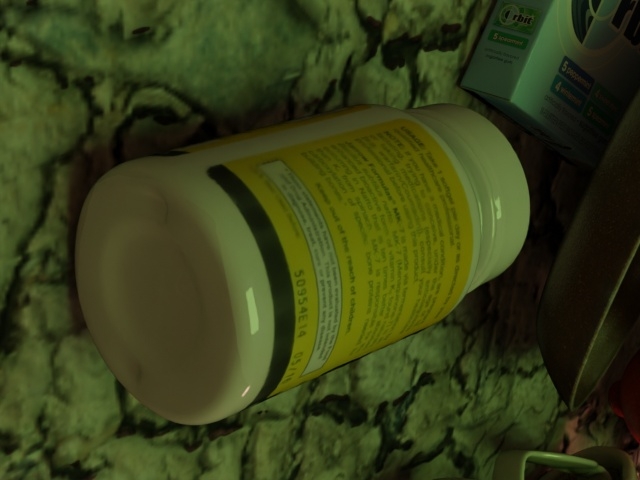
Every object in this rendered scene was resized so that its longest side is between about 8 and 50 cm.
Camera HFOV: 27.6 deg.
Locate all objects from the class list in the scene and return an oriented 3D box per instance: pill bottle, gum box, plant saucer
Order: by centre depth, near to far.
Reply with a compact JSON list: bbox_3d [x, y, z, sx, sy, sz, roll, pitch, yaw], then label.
[{"bbox_3d":[0.000,0.000,0.618,0.208,0.119,0.119,-19,122,-43],"label":"pill bottle"},{"bbox_3d":[0.174,-0.149,0.809,0.157,0.041,0.184,24,89,-52],"label":"gum box"},{"bbox_3d":[0.216,-0.037,0.844,0.310,0.050,0.310,-53,162,-26],"label":"plant saucer"}]

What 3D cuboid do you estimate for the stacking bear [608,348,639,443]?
[{"bbox_3d":[0.316,0.050,0.937,0.164,0.175,0.289,-43,162,-51],"label":"stacking bear"}]

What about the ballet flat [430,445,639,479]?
[{"bbox_3d":[0.112,0.210,0.870,0.400,0.139,0.139,-2,110,-53],"label":"ballet flat"}]
